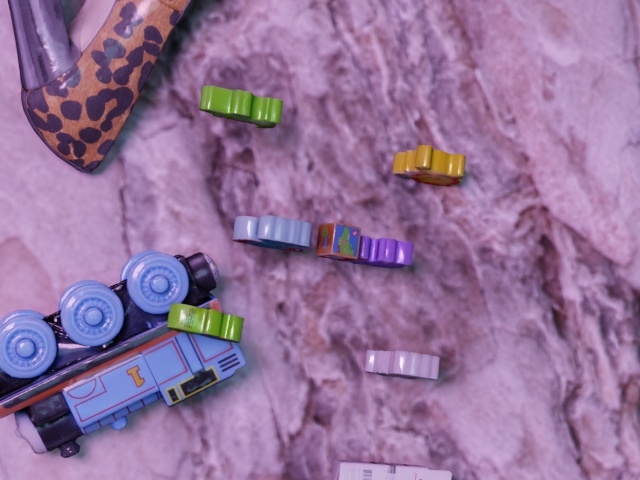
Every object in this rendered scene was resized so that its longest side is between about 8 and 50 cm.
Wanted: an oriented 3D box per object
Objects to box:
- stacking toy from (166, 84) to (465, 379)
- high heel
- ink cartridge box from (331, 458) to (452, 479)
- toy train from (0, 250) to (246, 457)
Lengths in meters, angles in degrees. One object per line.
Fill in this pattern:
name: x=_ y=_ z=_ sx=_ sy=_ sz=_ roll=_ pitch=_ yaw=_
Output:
stacking toy: x=0.000 y=0.000 z=0.941 sx=0.221 sy=0.052 sz=0.167 roll=13 pitch=80 yaw=-29
high heel: x=-0.097 y=-0.162 z=0.971 sx=0.261 sy=0.093 sz=0.186 roll=-17 pitch=111 yaw=-23
ink cartridge box: x=0.050 y=0.186 z=0.979 sx=0.083 sy=0.028 sz=0.048 roll=6 pitch=85 yaw=-9
toy train: x=-0.145 y=0.077 z=0.930 sx=0.184 sy=0.080 sz=0.105 roll=-26 pitch=96 yaw=-11
